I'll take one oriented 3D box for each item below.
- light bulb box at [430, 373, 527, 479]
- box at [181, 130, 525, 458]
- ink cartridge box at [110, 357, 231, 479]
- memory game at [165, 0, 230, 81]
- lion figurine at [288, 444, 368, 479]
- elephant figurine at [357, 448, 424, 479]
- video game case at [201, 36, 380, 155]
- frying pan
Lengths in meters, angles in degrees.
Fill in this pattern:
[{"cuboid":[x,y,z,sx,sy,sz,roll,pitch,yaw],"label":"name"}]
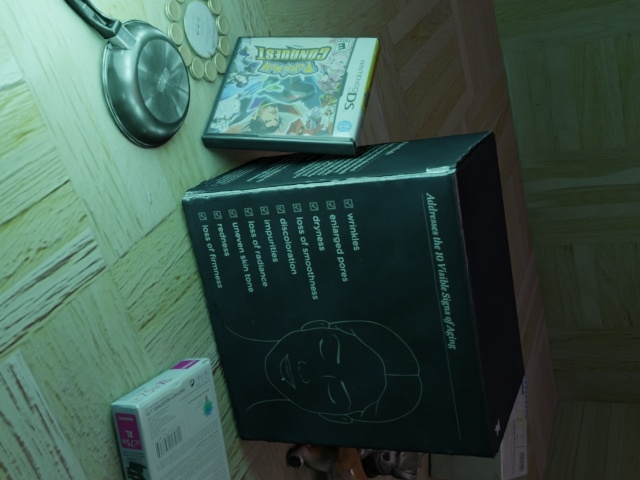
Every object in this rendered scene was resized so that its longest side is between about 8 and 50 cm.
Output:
[{"cuboid":[0.513,0.573,2.387,0.361,0.225,0.358,26,64,-61],"label":"light bulb box"},{"cuboid":[0.075,0.089,1.311,0.297,0.471,0.480,-38,121,-58],"label":"box"},{"cuboid":[-0.217,0.361,1.160,0.186,0.065,0.311,-27,109,-61],"label":"ink cartridge box"},{"cuboid":[-0.211,-0.369,1.302,0.186,0.012,0.186,14,75,-62],"label":"memory game"},{"cuboid":[0.061,0.541,1.607,0.240,0.142,0.392,-30,110,-68],"label":"lion figurine"},{"cuboid":[0.166,0.519,1.832,0.239,0.186,0.169,-46,171,-42],"label":"elephant figurine"},{"cuboid":[-0.048,-0.263,1.323,0.035,0.274,0.248,71,28,-56],"label":"video game case"},{"cuboid":[-0.279,-0.297,1.130,0.197,0.053,0.326,-60,141,-48],"label":"frying pan"}]
